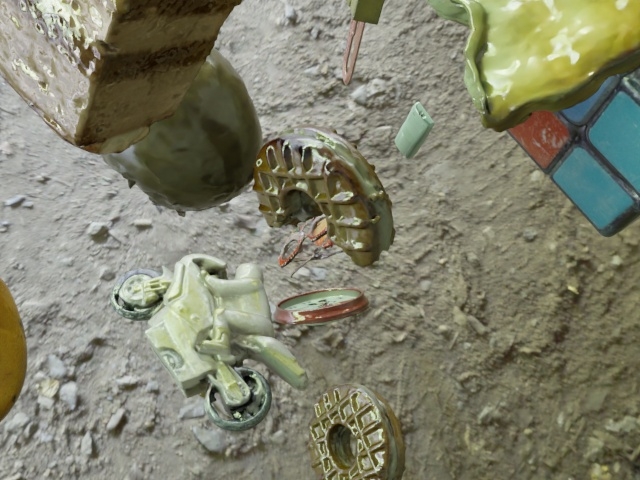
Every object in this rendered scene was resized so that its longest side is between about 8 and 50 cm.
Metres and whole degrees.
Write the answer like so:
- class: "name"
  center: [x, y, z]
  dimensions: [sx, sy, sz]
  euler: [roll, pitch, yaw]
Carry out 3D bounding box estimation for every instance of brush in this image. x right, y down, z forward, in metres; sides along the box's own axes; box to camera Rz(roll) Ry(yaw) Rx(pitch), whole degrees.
- class: "brush"
  center: [0.061, -0.366, 0.998]
  dimensions: [0.047, 0.103, 0.233]
  euler: [3, 134, -14]

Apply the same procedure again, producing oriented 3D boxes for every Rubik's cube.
- class: "Rubik's cube"
  center: [0.530, -0.245, 0.972]
  dimensions: [0.313, 0.318, 0.316]
  euler: [-33, 72, -11]

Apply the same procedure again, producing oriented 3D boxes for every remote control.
- class: "remote control"
  center: [0.196, -0.229, 1.282]
  dimensions: [0.029, 0.162, 0.061]
  euler: [-32, 79, -14]

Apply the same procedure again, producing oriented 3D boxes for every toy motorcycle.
- class: "toy motorcycle"
  center: [-0.158, 0.128, 0.936]
  dimensions: [0.223, 0.107, 0.341]
  euler: [-34, 60, -25]

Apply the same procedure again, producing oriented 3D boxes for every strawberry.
- class: "strawberry"
  center: [0.037, -0.064, 1.997]
  dimensions: [0.087, 0.208, 0.167]
  euler: [-17, 88, -27]

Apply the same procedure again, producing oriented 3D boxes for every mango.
- class: "mango"
  center: [-0.610, 0.186, 1.060]
  dimensions: [0.120, 0.177, 0.294]
  euler: [-13, 83, 21]

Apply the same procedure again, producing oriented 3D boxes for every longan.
- class: "longan"
  center: [-0.341, -0.267, 1.443]
  dimensions: [0.404, 0.404, 0.435]
  euler: [-28, 115, -11]

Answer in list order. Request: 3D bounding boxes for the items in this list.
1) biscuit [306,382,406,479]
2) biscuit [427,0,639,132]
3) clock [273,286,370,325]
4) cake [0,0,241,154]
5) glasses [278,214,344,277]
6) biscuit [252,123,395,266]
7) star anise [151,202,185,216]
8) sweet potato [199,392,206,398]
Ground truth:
- class: "biscuit"
  center: [0.088, 0.539, 1.594]
  dimensions: [0.103, 0.332, 0.331]
  euler: [5, 94, -38]
- class: "biscuit"
  center: [0.204, -0.273, 0.589]
  dimensions: [0.329, 0.078, 0.334]
  euler: [24, 97, 28]
- class: "clock"
  center: [0.004, 0.226, 1.973]
  dimensions: [0.319, 0.318, 0.080]
  euler: [-12, 97, -14]
- class: "cake"
  center: [-0.249, -0.243, 0.687]
  dimensions: [0.199, 0.196, 0.293]
  euler: [43, 127, 5]
- class: "glasses"
  center: [-0.004, -0.008, 1.466]
  dimensions: [0.256, 0.162, 0.095]
  euler: [-33, 119, 23]
- class: "biscuit"
  center: [-0.007, -0.105, 1.255]
  dimensions: [0.115, 0.366, 0.268]
  euler: [-36, 125, -33]
- class: "star anise"
  center: [-0.431, -0.147, 1.848]
  dimensions: [0.272, 0.272, 0.102]
  euler: [16, 47, -16]
- class: "sweet potato"
  center: [-0.412, 0.426, 1.973]
  dimensions: [0.075, 0.074, 0.269]
  euler: [-26, 60, -11]
